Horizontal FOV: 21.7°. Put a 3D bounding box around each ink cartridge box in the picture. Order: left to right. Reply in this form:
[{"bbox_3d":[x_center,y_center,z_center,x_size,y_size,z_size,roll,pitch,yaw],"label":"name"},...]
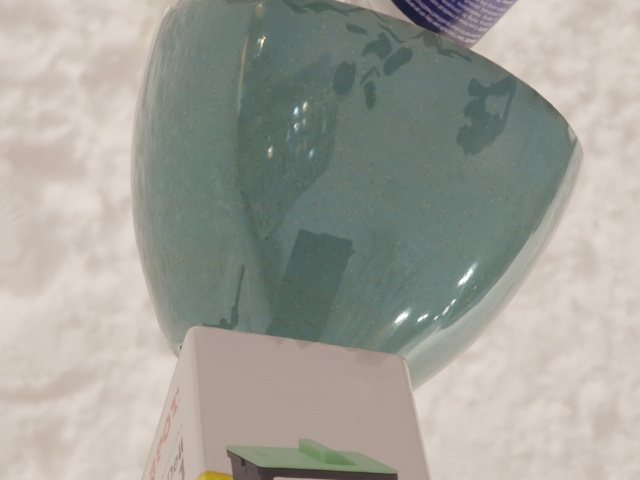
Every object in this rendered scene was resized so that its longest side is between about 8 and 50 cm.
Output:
[{"bbox_3d":[-0.023,0.203,0.752,0.117,0.201,0.278,10,34,-14],"label":"ink cartridge box"}]

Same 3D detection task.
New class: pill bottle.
[{"bbox_3d":[0.094,-0.201,1.243,0.112,0.187,0.112,32,31,-22],"label":"pill bottle"}]

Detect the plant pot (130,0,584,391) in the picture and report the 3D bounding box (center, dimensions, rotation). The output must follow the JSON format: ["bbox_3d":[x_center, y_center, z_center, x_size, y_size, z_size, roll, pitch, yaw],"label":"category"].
[{"bbox_3d":[0.000,0.000,1.055,0.290,0.290,0.195,27,71,-25],"label":"plant pot"}]
